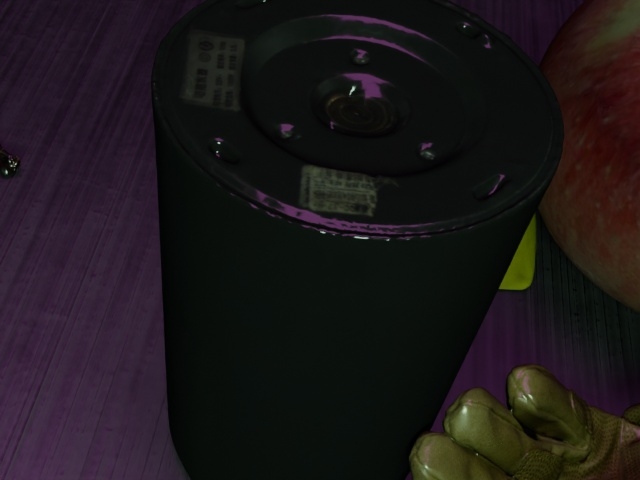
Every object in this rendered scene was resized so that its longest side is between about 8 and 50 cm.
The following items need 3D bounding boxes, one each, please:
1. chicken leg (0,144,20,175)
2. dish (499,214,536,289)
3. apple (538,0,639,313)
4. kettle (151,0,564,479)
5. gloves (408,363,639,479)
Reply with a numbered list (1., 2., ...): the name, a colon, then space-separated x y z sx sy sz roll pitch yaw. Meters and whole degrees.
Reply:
1. chicken leg: -0.320 -0.096 0.835 0.145 0.037 0.062 11 68 1
2. dish: 0.111 -0.048 0.844 0.149 0.080 0.208 -30 60 -34
3. apple: 0.329 -0.064 0.790 0.345 0.269 0.344 -3 60 6
4. kettle: -0.012 0.005 0.609 0.203 0.308 0.262 -14 52 -22
5. gloves: 0.203 0.157 0.621 0.331 0.141 0.154 -8 58 -10
